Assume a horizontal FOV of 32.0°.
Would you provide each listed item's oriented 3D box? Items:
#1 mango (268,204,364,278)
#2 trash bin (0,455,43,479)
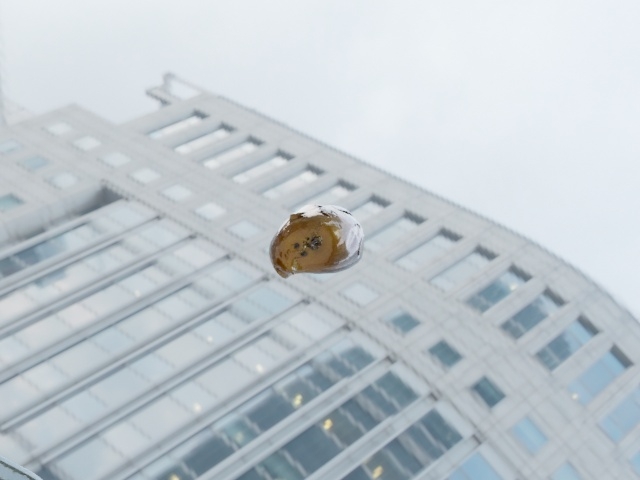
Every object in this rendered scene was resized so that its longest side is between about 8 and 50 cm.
[{"bbox_3d":[0.000,0.000,0.989,0.077,0.127,0.063,-15,-95,20],"label":"mango"},{"bbox_3d":[-0.431,0.312,1.157,0.250,0.220,0.219,-10,-34,31],"label":"trash bin"}]
